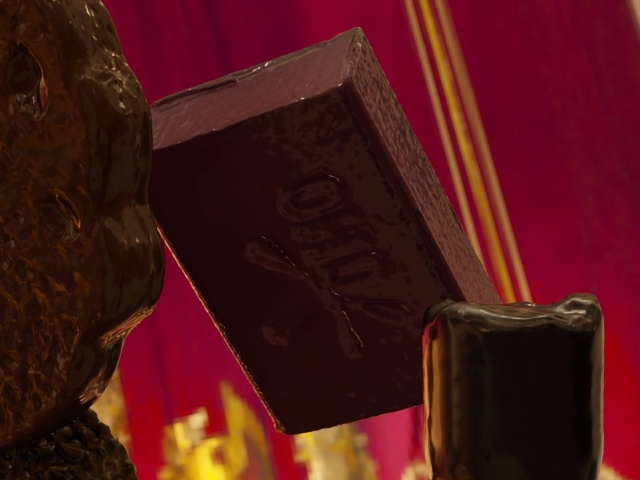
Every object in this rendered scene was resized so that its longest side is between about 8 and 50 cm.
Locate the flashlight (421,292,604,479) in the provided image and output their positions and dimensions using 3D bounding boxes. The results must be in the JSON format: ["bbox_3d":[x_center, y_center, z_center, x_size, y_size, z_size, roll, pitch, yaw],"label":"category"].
[{"bbox_3d":[0.103,0.239,0.909,0.103,0.424,0.103,-1,3,0],"label":"flashlight"}]

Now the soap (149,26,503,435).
[{"bbox_3d":[0.000,0.001,1.209,0.181,0.081,0.259,-16,-60,22],"label":"soap"}]

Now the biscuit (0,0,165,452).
[{"bbox_3d":[-0.256,-0.046,1.109,0.359,0.381,0.074,-12,5,30],"label":"biscuit"}]

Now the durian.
[{"bbox_3d":[-0.201,0.195,1.183,0.138,0.237,0.193,-9,-21,-25],"label":"durian"}]
